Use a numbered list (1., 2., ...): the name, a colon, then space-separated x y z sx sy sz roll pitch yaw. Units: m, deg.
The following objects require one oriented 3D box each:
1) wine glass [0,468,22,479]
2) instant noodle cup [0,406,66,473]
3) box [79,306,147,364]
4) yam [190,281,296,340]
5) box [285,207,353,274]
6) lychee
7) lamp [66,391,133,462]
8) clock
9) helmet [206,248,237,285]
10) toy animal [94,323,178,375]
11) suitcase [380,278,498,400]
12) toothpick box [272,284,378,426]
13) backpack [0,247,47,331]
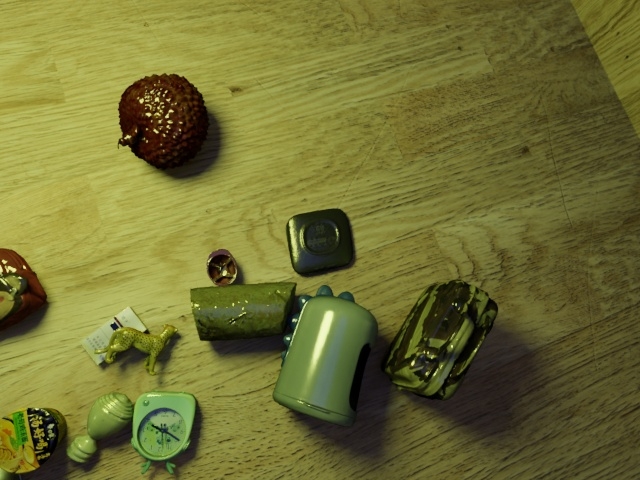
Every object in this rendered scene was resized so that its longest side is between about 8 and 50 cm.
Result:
1. wine glass: -0.811 0.613 1.035 0.122 0.183 0.122 2 77 -9
2. instant noodle cup: -0.724 0.494 1.111 0.151 0.122 0.152 2 75 -9
3. box: -0.577 0.266 1.232 0.154 0.040 0.084 -38 87 -16
4. yam: -0.212 0.199 1.254 0.304 0.168 0.168 -1 78 -10
5. box: 0.000 0.000 1.403 0.212 0.042 0.201 -9 78 -14
6. lychee: -0.458 -0.343 1.277 0.264 0.264 0.300 41 52 0
7. lamp: -0.577 0.489 1.157 0.106 0.106 0.193 37 84 -1
8. clock: -0.429 0.519 1.191 0.159 0.066 0.211 8 77 -9
9. helmet: -0.294 0.085 1.319 0.089 0.057 0.111 -12 80 -10
10. toy animal: -0.503 0.278 1.204 0.181 0.073 0.136 24 82 -22
11. suitcase: 0.351 0.286 1.253 0.194 0.339 0.352 36 73 -1
12. toothpick box: 0.017 0.307 1.239 0.263 0.263 0.355 21 72 -6
13. backpack: -0.859 0.125 1.165 0.229 0.139 0.229 0 90 3
